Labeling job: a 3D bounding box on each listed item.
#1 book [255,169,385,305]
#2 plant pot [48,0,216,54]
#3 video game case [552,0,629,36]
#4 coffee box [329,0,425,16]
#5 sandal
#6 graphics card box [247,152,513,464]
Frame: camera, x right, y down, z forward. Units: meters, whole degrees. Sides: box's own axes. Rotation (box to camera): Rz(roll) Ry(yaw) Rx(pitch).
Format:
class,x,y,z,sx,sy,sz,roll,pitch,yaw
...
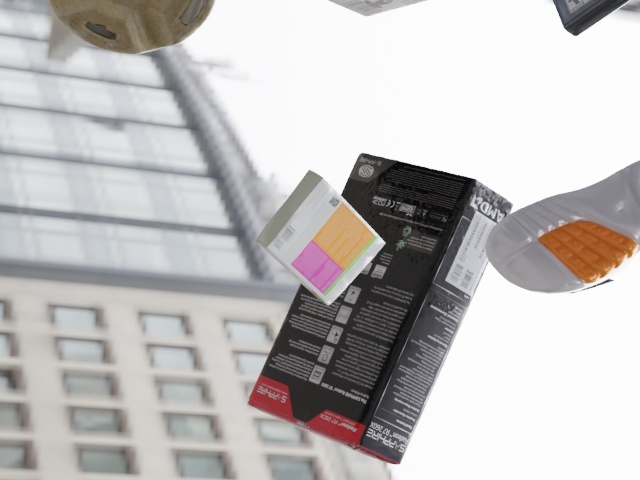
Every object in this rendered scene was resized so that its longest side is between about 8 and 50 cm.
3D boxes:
class,x,y,z,sx,sy,sz,roll,pitch,yaw
book,0.000,0.000,1.850,0.035,0.144,0.096,33,-98,39
plant pot,-0.237,-0.408,2.223,0.305,0.334,0.334,-90,-162,-52
video game case,0.264,-0.338,1.556,0.196,0.026,0.274,-34,-131,25
coffee box,0.119,-0.370,2.080,0.246,0.098,0.141,-9,-109,44
sandal,0.274,-0.001,1.713,0.102,0.265,0.076,55,-31,22
graphics card box,0.074,0.081,2.212,0.233,0.094,0.371,15,-100,50
